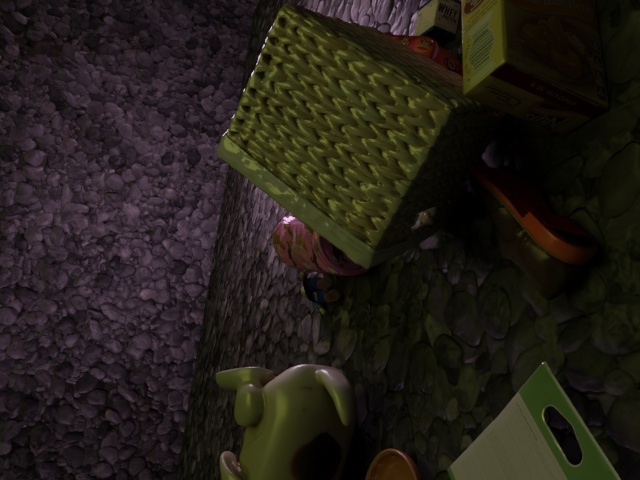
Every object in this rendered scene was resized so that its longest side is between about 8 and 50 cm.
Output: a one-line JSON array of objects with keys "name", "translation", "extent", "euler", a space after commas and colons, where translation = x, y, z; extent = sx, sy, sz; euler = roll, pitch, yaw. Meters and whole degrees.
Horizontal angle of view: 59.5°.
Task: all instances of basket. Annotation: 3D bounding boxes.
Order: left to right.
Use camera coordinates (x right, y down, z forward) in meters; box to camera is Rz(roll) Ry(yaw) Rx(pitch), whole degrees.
[{"name": "basket", "translation": [0.077, -0.178, 0.913], "extent": [0.331, 0.328, 0.266], "euler": [37, 118, 20]}]

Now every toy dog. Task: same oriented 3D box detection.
[{"name": "toy dog", "translation": [-0.039, 0.474, 1.120], "extent": [0.395, 0.284, 0.408], "euler": [-22, 56, 44]}]

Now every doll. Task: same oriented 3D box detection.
[{"name": "doll", "translation": [-0.011, 0.134, 1.450], "extent": [0.129, 0.046, 0.189], "euler": [63, 160, -5]}]

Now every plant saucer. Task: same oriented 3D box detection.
[{"name": "plant saucer", "translation": [0.129, 0.459, 0.948], "extent": [0.200, 0.037, 0.200], "euler": [-166, 90, -70]}]

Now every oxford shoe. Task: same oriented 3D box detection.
[{"name": "oxford shoe", "translation": [0.273, -0.026, 0.803], "extent": [0.271, 0.097, 0.098], "euler": [-109, 31, -55]}]

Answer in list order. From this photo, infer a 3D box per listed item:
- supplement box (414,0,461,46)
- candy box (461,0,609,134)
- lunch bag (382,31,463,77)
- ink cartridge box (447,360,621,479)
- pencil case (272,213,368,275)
[{"name": "supplement box", "translation": [0.247, -0.463, 1.190], "extent": [0.083, 0.056, 0.083], "euler": [173, 109, -68]}, {"name": "candy box", "translation": [0.297, -0.327, 0.795], "extent": [0.087, 0.183, 0.316], "euler": [-33, 47, 58]}, {"name": "lunch bag", "translation": [0.149, -0.296, 1.183], "extent": [0.258, 0.120, 0.293], "euler": [-60, 29, 12]}, {"name": "ink cartridge box", "translation": [0.262, 0.291, 0.686], "extent": [0.235, 0.056, 0.171], "euler": [-61, 26, 28]}, {"name": "pencil case", "translation": [0.000, 0.000, 1.386], "extent": [0.386, 0.160, 0.167], "euler": [175, 94, -70]}]
